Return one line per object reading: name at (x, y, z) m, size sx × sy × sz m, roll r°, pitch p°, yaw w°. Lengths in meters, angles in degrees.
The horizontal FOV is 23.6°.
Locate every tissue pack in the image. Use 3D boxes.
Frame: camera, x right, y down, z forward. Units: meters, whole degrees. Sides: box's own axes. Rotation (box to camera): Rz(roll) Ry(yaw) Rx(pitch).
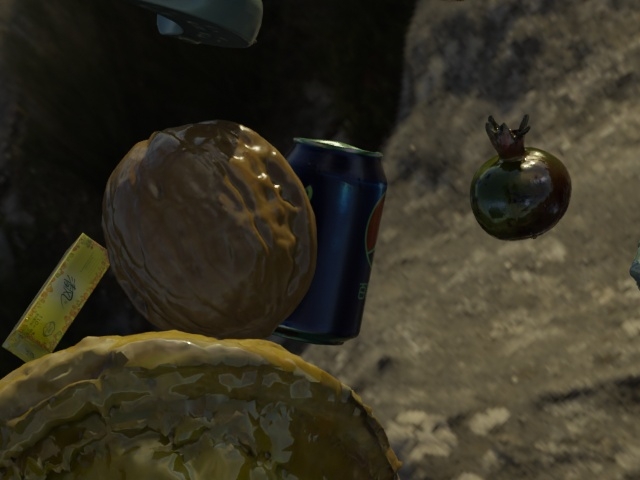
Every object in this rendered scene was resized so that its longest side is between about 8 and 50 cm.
tissue pack at (-0.364, 0.085, 2.136) m, size 0.176 × 0.062 × 0.095 m, roll -59°, pitch 10°, yaw -28°

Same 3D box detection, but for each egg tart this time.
egg tart at (-0.054, 0.119, 0.548) m, size 0.191 × 0.191 × 0.074 m, roll -31°, pitch 39°, yaw 11°

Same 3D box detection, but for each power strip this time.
power strip at (-0.118, -0.214, 1.404) m, size 0.137 × 0.216 × 0.044 m, roll 13°, pitch 88°, yaw 20°

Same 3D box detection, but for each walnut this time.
walnut at (-0.100, -0.003, 1.410) m, size 0.213 × 0.213 × 0.213 m, roll -13°, pitch 59°, yaw 23°

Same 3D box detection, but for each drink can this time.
drink can at (0.000, 0.000, 1.570) m, size 0.118 × 0.118 × 0.205 m, roll 13°, pitch 95°, yaw 34°

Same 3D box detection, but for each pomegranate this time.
pomegranate at (0.248, -0.077, 1.892) m, size 0.129 × 0.129 × 0.159 m, roll 9°, pitch 97°, yaw 32°

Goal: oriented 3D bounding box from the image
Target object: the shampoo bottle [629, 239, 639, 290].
shampoo bottle at (0.324, -0.031, 1.297) m, size 0.072 × 0.049 × 0.212 m, roll 15°, pitch 47°, yaw 26°
